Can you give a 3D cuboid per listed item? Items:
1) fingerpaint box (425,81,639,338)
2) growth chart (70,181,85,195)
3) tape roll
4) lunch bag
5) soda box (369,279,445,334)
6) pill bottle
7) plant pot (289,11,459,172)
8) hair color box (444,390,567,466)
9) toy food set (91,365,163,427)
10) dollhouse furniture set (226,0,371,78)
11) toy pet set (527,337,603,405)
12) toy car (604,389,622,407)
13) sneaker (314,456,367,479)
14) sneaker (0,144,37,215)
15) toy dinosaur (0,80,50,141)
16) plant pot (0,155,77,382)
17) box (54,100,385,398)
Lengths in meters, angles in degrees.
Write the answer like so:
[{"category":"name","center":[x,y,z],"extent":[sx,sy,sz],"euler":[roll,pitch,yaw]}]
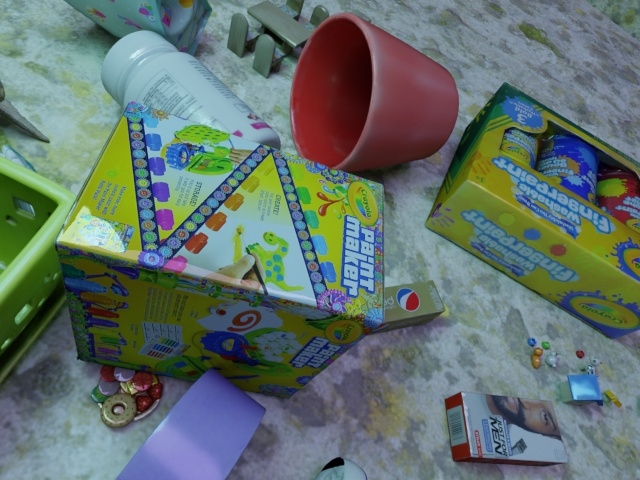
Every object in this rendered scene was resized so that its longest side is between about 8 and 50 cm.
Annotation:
[{"category":"fingerpaint box","center":[0.493,-0.078,0.924],"extent":[0.445,0.163,0.371],"euler":[32,54,1]},{"category":"growth chart","center":[-0.303,-0.042,0.689],"extent":[0.172,0.021,0.237],"euler":[41,54,8]},{"category":"tape roll","center":[-0.145,0.237,0.470],"extent":[0.080,0.189,0.189],"euler":[35,54,2]},{"category":"lunch bag","center":[-0.334,-0.441,0.771],"extent":[0.224,0.262,0.160],"euler":[25,95,-3]},{"category":"soda box","center":[0.107,0.113,0.722],"extent":[0.182,0.061,0.058],"euler":[-5,61,-23]},{"category":"pill bottle","center":[-0.216,-0.203,0.737],"extent":[0.283,0.160,0.160],"euler":[45,55,9]},{"category":"plant pot","center":[0.110,-0.259,0.848],"extent":[0.244,0.275,0.274],"euler":[-3,60,-33]},{"category":"hair color box","center":[0.283,0.291,0.683],"extent":[0.168,0.053,0.093],"euler":[11,56,-16]},{"category":"toy food set","center":[-0.245,0.189,0.567],"extent":[0.083,0.020,0.082],"euler":[-22,69,-30]},{"category":"dollhouse furniture set","center":[-0.040,-0.460,0.962],"extent":[0.242,0.161,0.212],"euler":[39,54,6]},{"category":"toy pet set","center":[0.444,0.226,0.777],"extent":[0.122,0.065,0.114],"euler":[14,56,-12]},{"category":"toy car","center":[0.576,0.281,0.800],"extent":[0.122,0.060,0.040],"euler":[26,22,-12]},{"category":"sneaker","center":[0.078,0.438,0.482],"extent":[0.237,0.130,0.322],"euler":[26,49,-16]},{"category":"sneaker","center":[-0.429,-0.060,0.624],"extent":[0.076,0.065,0.166],"euler":[-40,62,-10]},{"category":"toy dinosaur","center":[-0.572,-0.203,0.638],"extent":[0.296,0.126,0.200],"euler":[-9,26,-43]},{"category":"plant pot","center":[-0.413,0.040,0.482],"extent":[0.229,0.207,0.227],"euler":[25,54,-4]},{"category":"box","center":[-0.114,0.045,0.522],"extent":[0.280,0.290,0.176],"euler":[17,53,-15]}]
